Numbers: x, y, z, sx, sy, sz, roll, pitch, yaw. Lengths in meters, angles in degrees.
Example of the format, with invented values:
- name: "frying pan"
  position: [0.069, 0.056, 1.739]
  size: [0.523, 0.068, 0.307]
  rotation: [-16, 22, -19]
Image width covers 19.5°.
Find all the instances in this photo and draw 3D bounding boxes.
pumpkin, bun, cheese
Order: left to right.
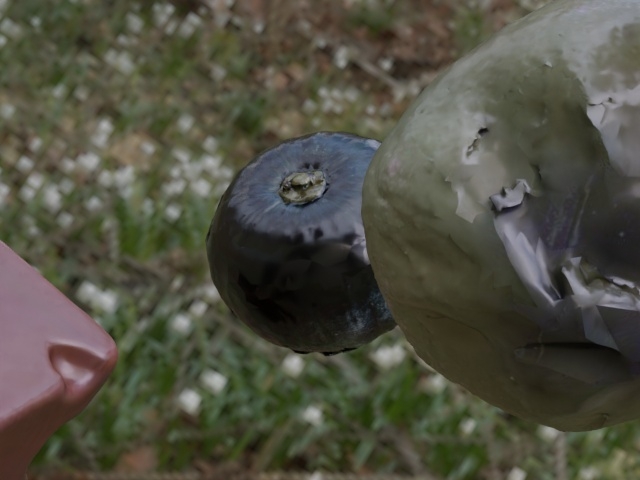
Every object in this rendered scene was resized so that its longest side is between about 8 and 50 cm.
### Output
- name: "cheese"
  position: [-0.224, 0.111, 0.885]
  size: [0.128, 0.177, 0.203]
  rotation: [38, 35, 15]
- name: "pumpkin"
  position: [0.000, 0.000, 1.798]
  size: [0.233, 0.233, 0.163]
  rotation: [25, -28, 37]
- name: "bun"
  position: [0.163, -0.007, 1.097]
  size: [0.273, 0.273, 0.168]
  rotation: [38, 9, -25]
